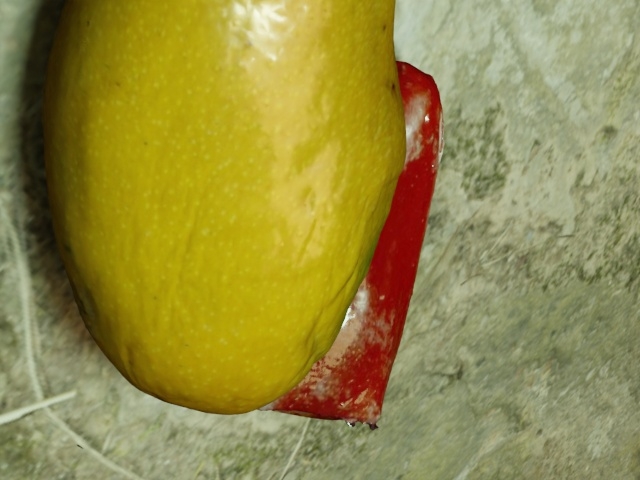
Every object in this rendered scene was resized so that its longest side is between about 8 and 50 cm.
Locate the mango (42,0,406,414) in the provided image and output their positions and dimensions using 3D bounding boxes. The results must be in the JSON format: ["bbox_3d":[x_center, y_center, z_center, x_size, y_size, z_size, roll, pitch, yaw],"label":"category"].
[{"bbox_3d":[-0.046,-0.063,0.576,0.187,0.144,0.359,-4,119,-14],"label":"mango"}]

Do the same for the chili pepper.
[{"bbox_3d":[0.000,0.000,0.740,0.136,0.144,0.252,-55,162,-74],"label":"chili pepper"}]
